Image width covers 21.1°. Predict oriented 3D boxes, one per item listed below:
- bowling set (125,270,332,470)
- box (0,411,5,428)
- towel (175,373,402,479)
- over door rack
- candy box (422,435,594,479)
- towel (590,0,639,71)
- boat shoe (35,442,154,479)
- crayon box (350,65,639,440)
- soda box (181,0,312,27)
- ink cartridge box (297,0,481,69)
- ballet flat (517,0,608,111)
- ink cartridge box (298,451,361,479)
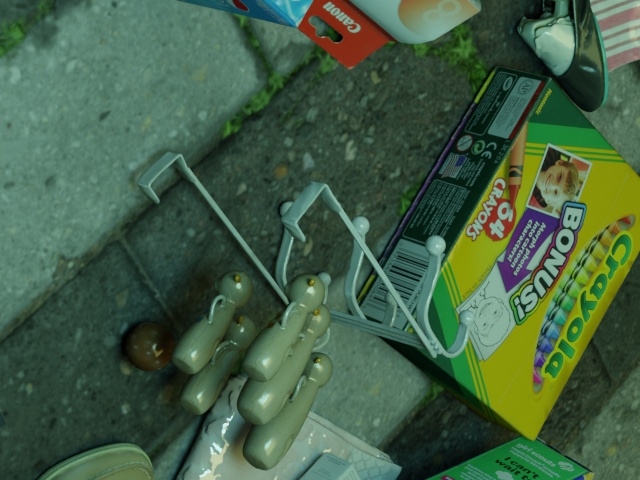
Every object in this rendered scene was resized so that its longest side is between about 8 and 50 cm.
[{"bbox_3d":[-0.093,0.099,1.830,0.154,0.200,0.287,-56,167,-28],"label":"bowling set"},{"bbox_3d":[-0.440,0.123,1.546,0.165,0.143,0.270,-54,131,-30],"label":"box"},{"bbox_3d":[-0.070,0.357,2.020,0.317,0.053,0.331,31,82,-42],"label":"towel"},{"bbox_3d":[0.000,0.000,1.828,0.324,0.240,0.108,41,70,-44],"label":"over door rack"},{"bbox_3d":[0.173,0.412,2.132,0.317,0.122,0.268,-18,130,-46],"label":"candy box"},{"bbox_3d":[0.372,-0.311,2.200,0.144,0.029,0.197,-26,119,-33],"label":"towel"},{"bbox_3d":[-0.284,0.320,1.790,0.302,0.098,0.109,-30,122,-30],"label":"boat shoe"},{"bbox_3d":[0.244,0.020,2.142,0.313,0.106,0.363,39,78,-41],"label":"crayon box"},{"bbox_3d":[-0.089,-0.270,1.692,0.067,0.210,0.071,37,79,-42],"label":"soda box"},{"bbox_3d":[0.061,-0.254,1.868,0.179,0.045,0.145,-33,137,23],"label":"ink cartridge box"},{"bbox_3d":[0.287,-0.291,2.098,0.096,0.095,0.280,-11,100,-21],"label":"ballet flat"},{"bbox_3d":[-0.002,0.323,1.998,0.122,0.052,0.088,-44,129,-23],"label":"ink cartridge box"}]
